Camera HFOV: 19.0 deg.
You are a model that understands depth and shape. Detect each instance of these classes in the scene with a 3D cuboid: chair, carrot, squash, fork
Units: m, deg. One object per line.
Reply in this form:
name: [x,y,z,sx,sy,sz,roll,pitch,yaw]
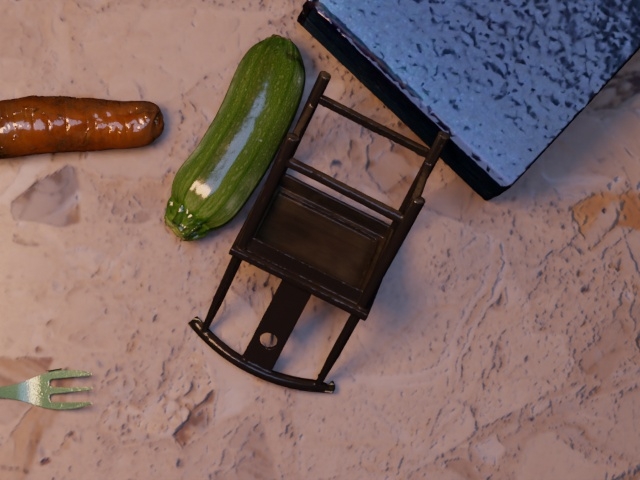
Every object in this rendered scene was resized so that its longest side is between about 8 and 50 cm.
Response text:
chair: [0.000,0.000,1.796,0.154,0.260,0.141,27,37,-1]
carrot: [-0.240,-0.111,1.818,0.186,0.060,0.060,-5,84,-9]
squash: [-0.078,-0.096,1.825,0.077,0.068,0.219,30,82,6]
fork: [-0.332,0.142,1.800,0.235,0.021,0.039,-1,80,-5]

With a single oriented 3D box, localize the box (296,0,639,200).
box: [0.167,-0.227,1.841,0.261,0.116,0.279,44,81,-2]
